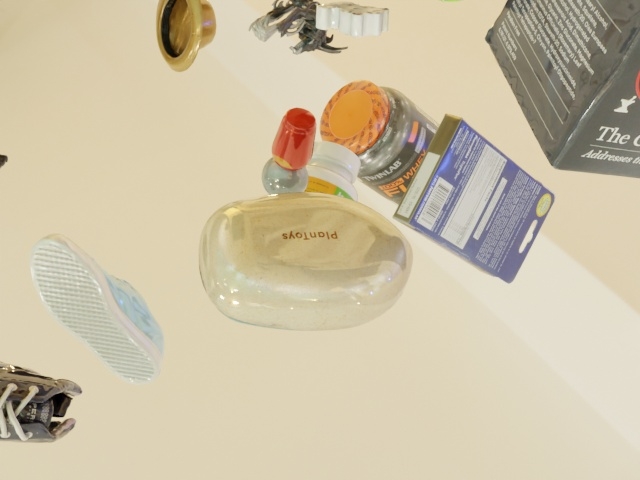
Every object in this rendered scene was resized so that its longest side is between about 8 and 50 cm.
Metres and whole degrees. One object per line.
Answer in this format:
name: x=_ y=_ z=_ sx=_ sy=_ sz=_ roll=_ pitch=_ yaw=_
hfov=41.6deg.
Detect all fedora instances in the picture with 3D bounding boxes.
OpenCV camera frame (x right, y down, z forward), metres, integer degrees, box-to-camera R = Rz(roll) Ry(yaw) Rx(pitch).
fedora: x=-0.272 y=-0.448 z=1.761 sx=0.079 sy=0.194 sz=0.194 roll=-10 pitch=-143 yaw=-38

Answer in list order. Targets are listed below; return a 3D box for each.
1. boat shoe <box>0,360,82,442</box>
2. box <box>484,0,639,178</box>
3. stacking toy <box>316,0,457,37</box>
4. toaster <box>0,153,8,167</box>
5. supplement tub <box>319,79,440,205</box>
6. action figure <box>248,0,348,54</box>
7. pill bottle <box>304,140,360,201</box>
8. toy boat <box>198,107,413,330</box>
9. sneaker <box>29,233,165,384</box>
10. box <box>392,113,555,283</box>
boat shoe: x=-0.432 y=0.204 z=1.071 sx=0.158 sy=0.340 sz=0.127 roll=8 pitch=-93 yaw=10
box: x=0.360 y=-0.207 z=0.640 sx=0.343 sy=0.312 sz=0.179 roll=3 pitch=-134 yaw=-18
stacking toy: x=0.080 y=-0.259 z=0.655 sx=0.052 sy=0.167 sz=0.221 roll=23 pitch=-146 yaw=36
toaster: x=-0.594 y=-0.107 z=1.281 sx=0.146 sy=0.129 sz=0.227 roll=20 pitch=-143 yaw=-1
supplement tub: x=0.164 y=-0.201 z=1.853 sx=0.207 sy=0.338 sz=0.207 roll=-20 pitch=-123 yaw=35
action figure: x=-0.079 y=-0.434 z=1.596 sx=0.141 sy=0.275 sz=0.164 roll=-42 pitch=-169 yaw=0
pill bottle: x=-0.014 y=-0.046 z=1.488 sx=0.136 sy=0.136 sz=0.245 roll=11 pitch=-112 yaw=24
toy boat: x=-0.024 y=-0.015 z=1.075 sx=0.268 sy=0.148 sz=0.318 roll=3 pitch=-129 yaw=-14
sneaker: x=-0.436 y=0.118 z=1.674 sx=0.135 sy=0.366 sz=0.150 roll=-22 pitch=-152 yaw=13
box: x=0.194 y=-0.042 z=1.028 sx=0.036 sy=0.225 sz=0.136 roll=26 pitch=-92 yaw=50
